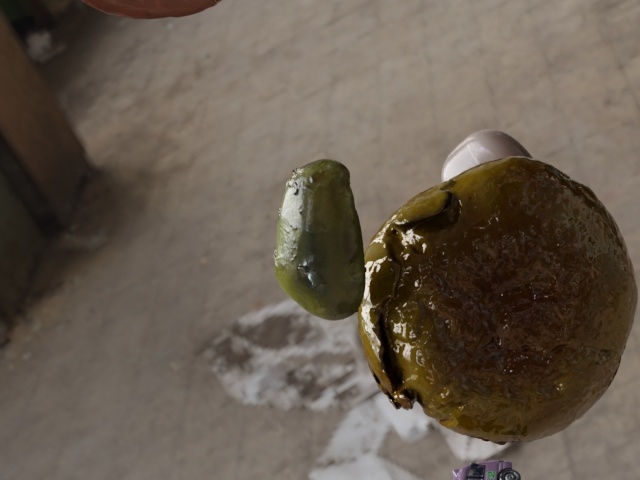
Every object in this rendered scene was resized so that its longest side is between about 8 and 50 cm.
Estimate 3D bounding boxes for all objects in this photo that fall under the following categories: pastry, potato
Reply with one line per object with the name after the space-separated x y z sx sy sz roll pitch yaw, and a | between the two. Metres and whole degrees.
0.210 0.069 1.687 0.356 0.356 0.164 -36 -2 -13 | pastry
0.000 0.000 1.588 0.105 0.188 0.085 5 21 8 | potato

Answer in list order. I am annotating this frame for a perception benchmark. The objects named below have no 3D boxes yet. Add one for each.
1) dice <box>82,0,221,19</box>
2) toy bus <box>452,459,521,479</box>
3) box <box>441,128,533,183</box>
-0.173 -0.339 1.432 0.175 0.174 0.179 -7 64 5 | dice
0.246 0.428 2.160 0.108 0.096 0.199 1 40 11 | toy bus
0.264 -0.066 2.104 0.146 0.200 0.088 -42 -19 31 | box
